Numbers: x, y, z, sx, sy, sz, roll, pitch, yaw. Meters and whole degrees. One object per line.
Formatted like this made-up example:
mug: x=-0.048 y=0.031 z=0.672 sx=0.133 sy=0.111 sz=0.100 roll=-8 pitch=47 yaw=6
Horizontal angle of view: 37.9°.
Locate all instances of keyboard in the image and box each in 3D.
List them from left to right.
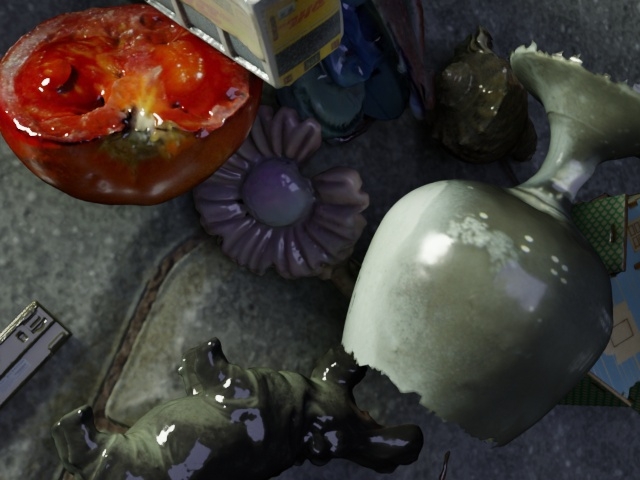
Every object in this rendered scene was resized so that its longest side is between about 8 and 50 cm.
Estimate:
keyboard: x=-0.289 y=0.117 z=0.848 sx=0.049 sy=0.015 sz=0.129 roll=47 pitch=69 yaw=-17

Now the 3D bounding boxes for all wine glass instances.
wine glass: x=0.172 y=0.009 z=0.834 sx=0.238 sy=0.238 sz=0.323 roll=35 pitch=90 yaw=-16

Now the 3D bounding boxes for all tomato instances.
tomato: x=-0.168 y=-0.112 z=0.844 sx=0.233 sy=0.140 sz=0.200 roll=-5 pitch=48 yaw=-9

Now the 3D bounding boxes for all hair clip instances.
hair clip: x=0.000 y=0.006 z=0.921 sx=0.300 sy=0.173 sz=0.069 roll=47 pitch=29 yaw=-21

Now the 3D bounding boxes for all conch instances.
conch: x=0.190 y=-0.151 z=1.017 sx=0.207 sy=0.130 sz=0.155 roll=22 pitch=78 yaw=-45

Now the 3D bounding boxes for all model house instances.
model house: x=0.289 y=0.093 z=1.002 sx=0.206 sy=0.178 sz=0.271 roll=-25 pitch=97 yaw=-29

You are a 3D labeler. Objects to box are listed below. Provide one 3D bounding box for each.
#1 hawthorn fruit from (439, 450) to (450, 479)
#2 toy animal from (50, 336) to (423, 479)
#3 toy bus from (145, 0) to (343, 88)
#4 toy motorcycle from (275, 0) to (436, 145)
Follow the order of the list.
hawthorn fruit: x=0.140 y=0.334 z=0.943 sx=0.162 sy=0.162 sz=0.203 roll=-28 pitch=73 yaw=-23
toy animal: x=-0.070 y=0.172 z=0.877 sx=0.343 sy=0.106 sz=0.168 roll=-11 pitch=80 yaw=-21
toy bus: x=-0.124 y=-0.264 z=0.807 sx=0.097 sy=0.138 sz=0.342 roll=-42 pitch=57 yaw=-17
toy motorcycle: x=-0.002 y=-0.257 z=0.950 sx=0.182 sy=0.241 sz=0.319 roll=-15 pitch=98 yaw=17
